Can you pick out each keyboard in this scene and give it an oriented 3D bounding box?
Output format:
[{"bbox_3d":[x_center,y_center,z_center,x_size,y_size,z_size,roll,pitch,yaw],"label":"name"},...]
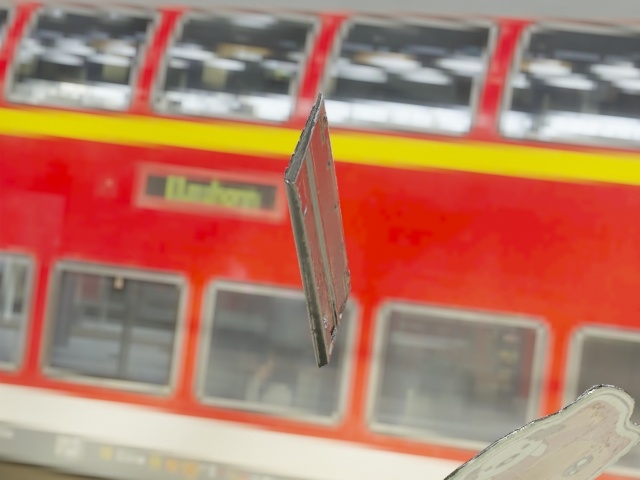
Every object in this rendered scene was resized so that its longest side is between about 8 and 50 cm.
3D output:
[{"bbox_3d":[0.000,0.000,1.020,0.010,0.063,0.198,12,-32,13],"label":"keyboard"}]

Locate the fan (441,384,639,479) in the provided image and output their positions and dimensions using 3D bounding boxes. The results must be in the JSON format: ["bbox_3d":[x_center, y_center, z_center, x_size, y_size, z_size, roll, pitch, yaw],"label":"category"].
[{"bbox_3d":[0.098,0.126,0.846,0.132,0.009,0.220,-29,-26,0],"label":"fan"}]
